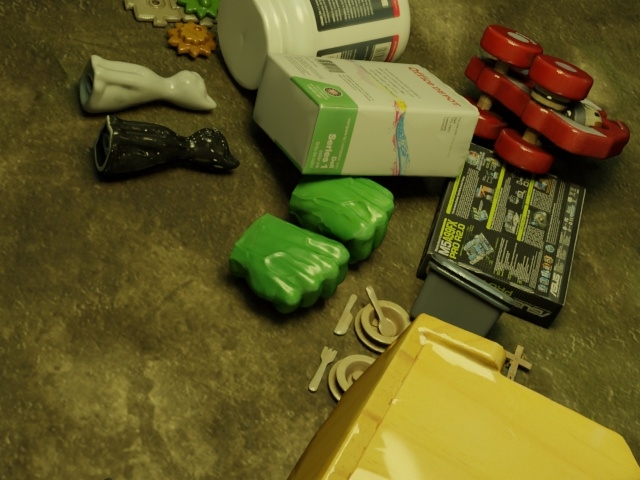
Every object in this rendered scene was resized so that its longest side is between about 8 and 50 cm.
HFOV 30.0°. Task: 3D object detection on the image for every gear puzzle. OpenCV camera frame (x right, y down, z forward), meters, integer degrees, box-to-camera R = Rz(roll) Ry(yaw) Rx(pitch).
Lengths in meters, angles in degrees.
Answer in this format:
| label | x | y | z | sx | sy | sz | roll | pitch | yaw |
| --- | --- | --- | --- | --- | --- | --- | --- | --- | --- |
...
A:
| label | x | y | z | sx | sy | sz | roll | pitch | yaw |
| --- | --- | --- | --- | --- | --- | --- | --- | --- | --- |
| gear puzzle | -0.249 | -0.433 | 2.031 | 0.175 | 0.044 | 0.339 | -2 | 51 | -20 |

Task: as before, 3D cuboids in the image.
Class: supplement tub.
| label | x | y | z | sx | sy | sz | roll | pitch | yaw |
| --- | --- | --- | --- | --- | --- | --- | --- | --- | --- |
| supplement tub | -0.009 | -0.351 | 1.940 | 0.272 | 0.191 | 0.191 | -16 | 57 | -30 |

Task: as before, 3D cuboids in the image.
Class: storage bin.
| label | x | y | z | sx | sy | sz | roll | pitch | yaw |
| --- | --- | --- | --- | --- | --- | --- | --- | --- | --- |
| storage bin | 0.194 | 0.090 | 1.690 | 0.135 | 0.091 | 0.098 | 32 | 8 | 5 |

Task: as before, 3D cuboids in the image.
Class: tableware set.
| label | x | y | z | sx | sy | sz | roll | pitch | yaw |
| --- | --- | --- | --- | --- | --- | --- | --- | --- | --- |
| tableware set | 0.073 | 0.150 | 1.637 | 0.128 | 0.039 | 0.194 | 24 | 47 | 3 |

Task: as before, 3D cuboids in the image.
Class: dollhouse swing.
| label | x | y | z | sx | sy | sz | roll | pitch | yaw |
| --- | --- | --- | --- | --- | --- | --- | --- | --- | --- |
| dollhouse swing | 0.129 | 0.320 | 1.357 | 0.305 | 0.315 | 0.347 | 36 | 48 | -1 |

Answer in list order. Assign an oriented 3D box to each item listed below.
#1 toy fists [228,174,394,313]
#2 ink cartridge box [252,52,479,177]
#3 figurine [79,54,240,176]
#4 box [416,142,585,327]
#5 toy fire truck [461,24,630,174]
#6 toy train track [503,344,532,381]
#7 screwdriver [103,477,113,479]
| label | x | y | z | sx | sy | sz | roll | pitch | yaw |
| --- | --- | --- | --- | --- | --- | --- | --- | --- | --- |
| toy fists | 0.000 | 0.000 | 1.707 | 0.142 | 0.096 | 0.279 | 24 | 45 | 24 |
| ink cartridge box | 0.068 | -0.189 | 1.817 | 0.278 | 0.117 | 0.201 | 0 | 29 | -28 |
| figurine | -0.242 | -0.187 | 1.804 | 0.209 | 0.092 | 0.215 | 1 | 49 | -28 |
| box | 0.282 | -0.016 | 1.838 | 0.216 | 0.060 | 0.270 | 21 | 47 | 1 |
| toy fire truck | 0.379 | -0.219 | 1.954 | 0.254 | 0.169 | 0.302 | 5 | 28 | -37 |
| toy train track | 0.270 | 0.184 | 1.692 | 0.048 | 0.014 | 0.083 | 28 | 53 | -3 |
| screwdriver | -0.203 | 0.344 | 1.391 | 0.025 | 0.024 | 0.170 | -42 | 71 | -9 |
